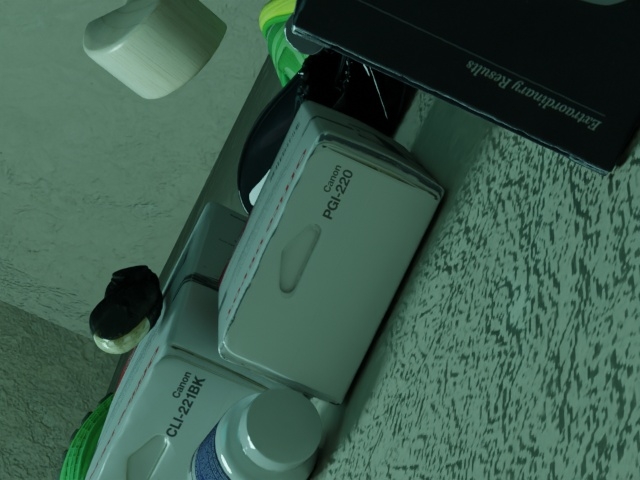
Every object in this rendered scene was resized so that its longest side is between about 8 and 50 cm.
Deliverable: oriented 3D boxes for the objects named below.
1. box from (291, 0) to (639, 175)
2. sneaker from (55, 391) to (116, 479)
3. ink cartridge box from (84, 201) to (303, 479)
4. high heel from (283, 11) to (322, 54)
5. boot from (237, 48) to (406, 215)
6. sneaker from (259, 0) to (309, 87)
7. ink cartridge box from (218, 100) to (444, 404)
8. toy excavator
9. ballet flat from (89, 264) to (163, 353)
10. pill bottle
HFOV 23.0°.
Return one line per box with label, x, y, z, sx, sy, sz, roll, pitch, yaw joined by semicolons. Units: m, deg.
box;0.096;-0.157;0.666;0.207;0.153;0.108;-62;8;18
sneaker;-0.162;0.255;1.392;0.146;0.134;0.343;-7;42;37
ink cartridge box;-0.096;0.119;1.262;0.197;0.114;0.273;-62;8;23
high heel;0.093;-0.253;1.210;0.261;0.093;0.186;-34;10;34
boot;-0.005;-0.090;1.363;0.246;0.094;0.207;-57;6;18
sneaker;0.027;-0.206;1.576;0.295;0.109;0.123;171;88;-71
ink cartridge box;0.000;0.000;1.067;0.218;0.092;0.158;-101;36;-80
toy excavator;-0.050;-0.389;1.578;0.445;0.222;0.433;-38;35;24
ballet flat;-0.147;0.060;1.240;0.173;0.058;0.049;-98;-5;-77
pill bottle;-0.040;0.137;1.008;0.120;0.067;0.067;127;166;-59
